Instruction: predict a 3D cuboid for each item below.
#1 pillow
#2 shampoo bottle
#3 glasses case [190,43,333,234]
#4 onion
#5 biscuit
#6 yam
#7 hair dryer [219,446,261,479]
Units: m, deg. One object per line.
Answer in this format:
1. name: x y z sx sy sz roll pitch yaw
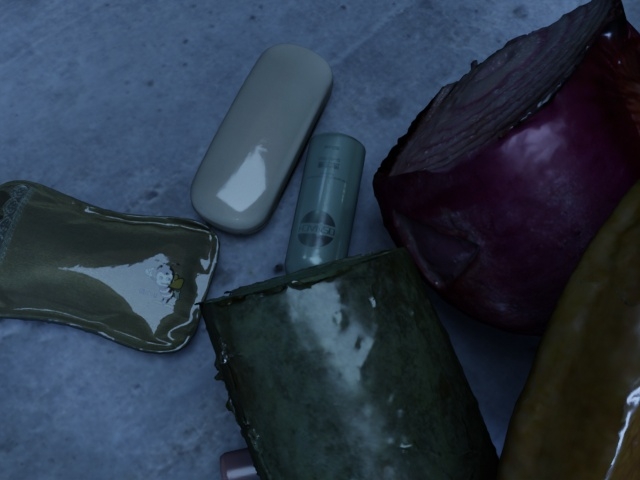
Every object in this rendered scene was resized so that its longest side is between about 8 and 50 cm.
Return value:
1. pillow: -0.204 0.023 0.582 0.218 0.033 0.130 15 69 1
2. shampoo bottle: 0.000 0.000 0.596 0.056 0.056 0.195 10 70 -1
3. glasses case: -0.052 -0.099 0.628 0.081 0.051 0.204 24 70 5
4. onion: 0.187 -0.038 0.531 0.256 0.272 0.230 -43 111 -7
5. biscuit: 0.244 0.063 0.441 0.070 0.394 0.350 25 99 42
6. yam: 0.038 0.152 0.467 0.168 0.168 0.304 -22 84 -12
7. hair dryer: -0.054 0.148 0.551 0.063 0.037 0.114 -9 63 -6
